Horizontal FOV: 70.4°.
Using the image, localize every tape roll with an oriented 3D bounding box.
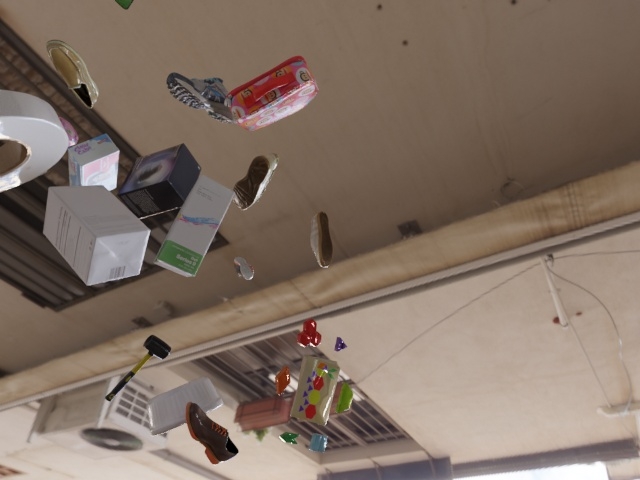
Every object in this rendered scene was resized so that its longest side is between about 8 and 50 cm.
[{"bbox_3d":[-0.790,-0.205,1.040,0.391,0.072,0.392,-29,179,-1],"label":"tape roll"}]

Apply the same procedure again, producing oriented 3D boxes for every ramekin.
[{"bbox_3d":[-0.512,0.606,1.687,0.272,0.273,0.127,-27,-101,15],"label":"ramekin"}]

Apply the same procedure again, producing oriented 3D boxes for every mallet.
[{"bbox_3d":[-0.440,0.318,1.101,0.190,0.062,0.039,-53,-154,-1],"label":"mallet"}]

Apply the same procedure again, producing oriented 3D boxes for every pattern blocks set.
[{"bbox_3d":[-0.014,0.421,1.296,0.026,0.285,0.325,-8,-129,50],"label":"pattern blocks set"}]

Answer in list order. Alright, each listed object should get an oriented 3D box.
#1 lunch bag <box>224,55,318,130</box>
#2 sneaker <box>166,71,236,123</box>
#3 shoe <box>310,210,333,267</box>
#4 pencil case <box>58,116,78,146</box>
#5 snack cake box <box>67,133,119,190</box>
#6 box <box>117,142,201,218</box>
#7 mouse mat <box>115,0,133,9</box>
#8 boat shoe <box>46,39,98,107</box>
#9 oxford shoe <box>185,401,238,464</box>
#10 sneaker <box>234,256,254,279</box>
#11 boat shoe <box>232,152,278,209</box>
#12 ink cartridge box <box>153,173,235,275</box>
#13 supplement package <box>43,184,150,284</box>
[{"bbox_3d":[-0.155,-0.470,1.468,0.292,0.120,0.258,-26,-177,7],"label":"lunch bag"},{"bbox_3d":[-0.396,-0.510,1.555,0.110,0.283,0.122,8,-98,39],"label":"sneaker"},{"bbox_3d":[0.000,0.000,1.687,0.058,0.076,0.219,-20,-118,34],"label":"shoe"},{"bbox_3d":[-1.134,-0.382,1.842,0.284,0.124,0.124,-33,-141,-3],"label":"pencil case"},{"bbox_3d":[-0.864,-0.270,1.727,0.152,0.089,0.264,-36,174,-37],"label":"snack cake box"},{"bbox_3d":[-0.780,-0.294,2.225,0.293,0.183,0.297,-13,-135,16],"label":"box"},{"bbox_3d":[-0.664,-0.869,1.489,0.189,0.152,0.007,-21,-140,41],"label":"mouse mat"},{"bbox_3d":[-0.632,-0.420,1.166,0.068,0.190,0.072,-11,-117,4],"label":"boat shoe"},{"bbox_3d":[-0.363,0.636,1.524,0.098,0.272,0.097,-19,-152,7],"label":"oxford shoe"},{"bbox_3d":[-0.337,0.135,1.989,0.158,0.061,0.065,49,-49,50],"label":"sneaker"},{"bbox_3d":[-0.245,-0.219,1.728,0.089,0.105,0.285,-35,174,-47],"label":"boat shoe"},{"bbox_3d":[-0.292,-0.029,1.047,0.154,0.093,0.213,-14,-128,67],"label":"ink cartridge box"},{"bbox_3d":[-0.702,-0.027,1.415,0.292,0.177,0.176,37,-62,27],"label":"supplement package"}]
